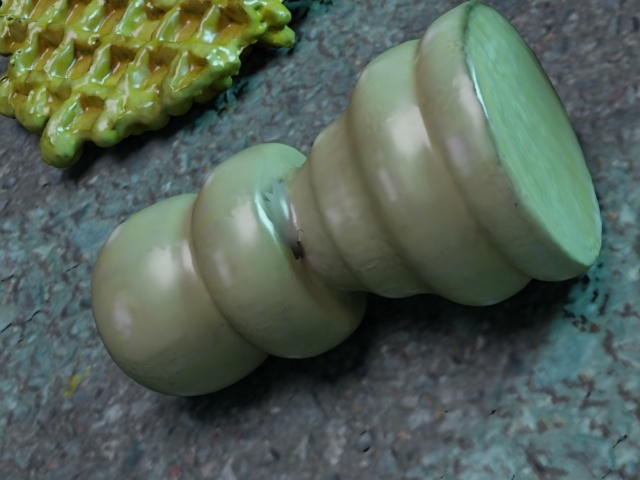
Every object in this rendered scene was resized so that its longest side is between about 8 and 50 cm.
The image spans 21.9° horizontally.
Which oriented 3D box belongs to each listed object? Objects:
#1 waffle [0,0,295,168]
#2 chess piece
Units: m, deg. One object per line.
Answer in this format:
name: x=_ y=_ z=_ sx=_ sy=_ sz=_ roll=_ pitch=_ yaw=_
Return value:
waffle: x=-0.133 y=-0.199 z=1.288 sx=0.307 sy=0.060 sz=0.312 roll=-35 pitch=46 yaw=7
chess piece: x=0.000 y=0.000 z=0.968 sx=0.299 sy=0.167 sz=0.167 roll=-27 pitch=43 yaw=24
